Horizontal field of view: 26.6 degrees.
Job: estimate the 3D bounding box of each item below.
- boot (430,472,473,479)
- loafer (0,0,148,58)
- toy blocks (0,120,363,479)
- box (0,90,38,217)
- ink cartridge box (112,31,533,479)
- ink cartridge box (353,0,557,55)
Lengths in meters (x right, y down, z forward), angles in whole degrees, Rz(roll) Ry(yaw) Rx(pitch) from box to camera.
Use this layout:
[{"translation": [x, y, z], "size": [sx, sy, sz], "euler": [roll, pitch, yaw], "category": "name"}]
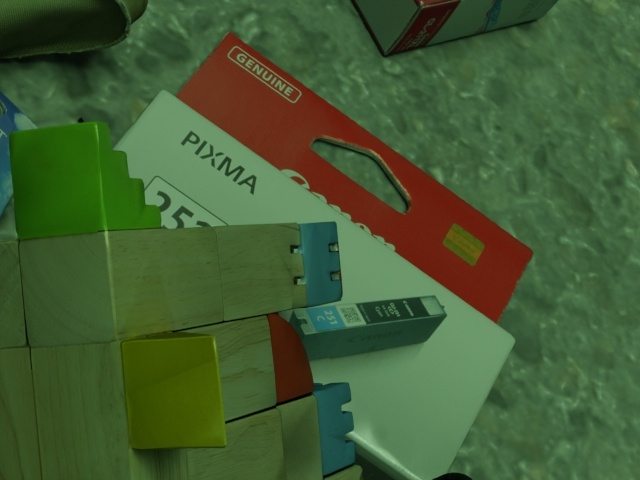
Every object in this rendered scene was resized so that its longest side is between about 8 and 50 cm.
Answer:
[{"translation": [0.048, 0.253, 0.748], "size": [0.176, 0.088, 0.244], "euler": [60, 42, -23], "category": "boot"}, {"translation": [-0.246, -0.147, 0.884], "size": [0.268, 0.102, 0.092], "euler": [0, 63, -14], "category": "loafer"}, {"translation": [-0.065, 0.138, 0.714], "size": [0.261, 0.190, 0.382], "euler": [-4, 88, -65], "category": "toy blocks"}, {"translation": [-0.247, -0.029, 0.817], "size": [0.109, 0.042, 0.178], "euler": [48, 46, -33], "category": "box"}, {"translation": [0.000, 0.000, 0.929], "size": [0.296, 0.066, 0.261], "euler": [35, 55, -3], "category": "ink cartridge box"}, {"translation": [0.107, -0.235, 1.108], "size": [0.175, 0.072, 0.127], "euler": [-17, 70, -31], "category": "ink cartridge box"}]
